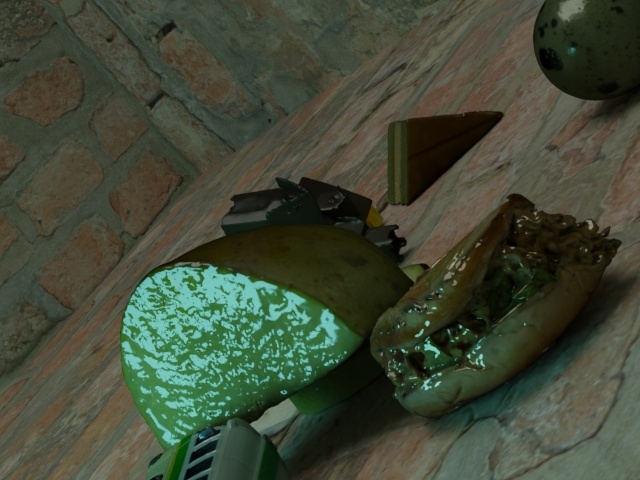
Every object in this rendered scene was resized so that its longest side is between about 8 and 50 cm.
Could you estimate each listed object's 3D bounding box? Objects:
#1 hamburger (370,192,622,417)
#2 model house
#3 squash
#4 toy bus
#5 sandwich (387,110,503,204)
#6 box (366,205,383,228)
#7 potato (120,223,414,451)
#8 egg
[{"bbox_3d":[0.173,0.059,1.466,0.286,0.146,0.243,-45,4,16],"label":"hamburger"},{"bbox_3d":[0.000,0.000,2.106,0.243,0.204,0.211,-7,44,26],"label":"model house"},{"bbox_3d":[0.055,0.123,1.844,0.252,0.049,0.252,-37,11,8],"label":"squash"},{"bbox_3d":[-0.117,0.303,1.509,0.164,0.134,0.276,-38,13,15],"label":"toy bus"},{"bbox_3d":[0.210,-0.140,2.377,0.187,0.144,0.117,-7,5,-14],"label":"sandwich"},{"bbox_3d":[-0.021,0.052,2.329,0.269,0.043,0.152,-34,14,27],"label":"box"},{"bbox_3d":[-0.059,0.065,1.690,0.330,0.213,0.280,-36,2,33],"label":"potato"},{"bbox_3d":[0.397,-0.290,1.948,0.228,0.177,0.177,-32,7,-26],"label":"egg"}]
